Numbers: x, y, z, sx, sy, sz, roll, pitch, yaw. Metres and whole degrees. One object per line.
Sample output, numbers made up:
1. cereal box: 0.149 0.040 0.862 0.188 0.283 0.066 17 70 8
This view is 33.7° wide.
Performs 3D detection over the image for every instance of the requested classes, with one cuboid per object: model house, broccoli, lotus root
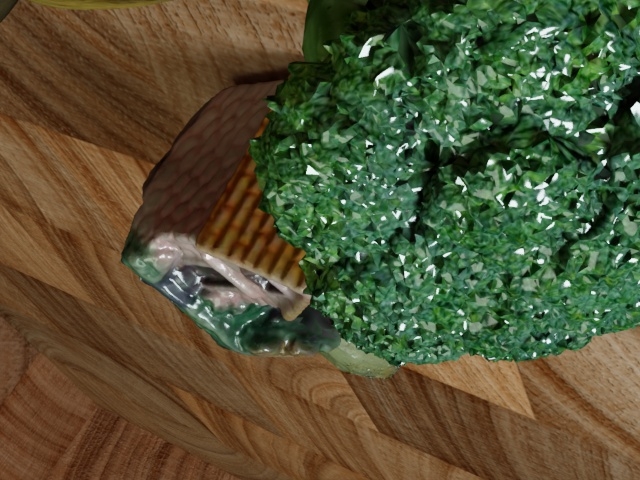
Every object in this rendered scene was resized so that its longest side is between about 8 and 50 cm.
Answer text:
1. model house: 0.000 0.000 0.899 0.237 0.202 0.237 44 157 -27
2. broccoli: 0.098 -0.074 0.502 0.275 0.308 0.308 43 170 42
3. lotus root: 0.035 0.127 1.305 0.144 0.070 0.143 35 159 -7

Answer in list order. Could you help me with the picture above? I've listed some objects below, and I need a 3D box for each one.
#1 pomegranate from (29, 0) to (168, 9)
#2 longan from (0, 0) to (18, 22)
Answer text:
1. pomegranate: -0.079 -0.224 0.428 0.281 0.281 0.281 28 158 12
2. longan: -0.329 -0.255 0.726 0.297 0.297 0.297 28 158 12
